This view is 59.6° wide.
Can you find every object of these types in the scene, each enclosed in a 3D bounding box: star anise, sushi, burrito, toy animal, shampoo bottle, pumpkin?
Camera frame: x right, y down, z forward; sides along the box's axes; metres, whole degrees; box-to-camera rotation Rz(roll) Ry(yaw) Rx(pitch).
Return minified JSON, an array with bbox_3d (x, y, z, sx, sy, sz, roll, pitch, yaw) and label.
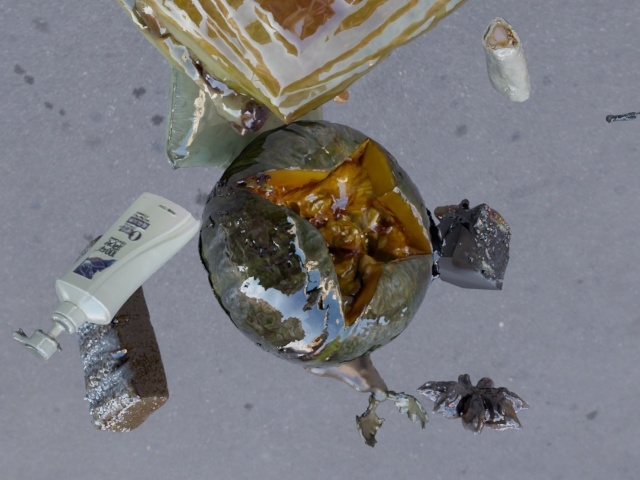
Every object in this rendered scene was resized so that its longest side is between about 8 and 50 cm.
[{"bbox_3d":[0.318,0.327,1.123,0.212,0.197,0.073,-1,107,-37],"label":"star anise"},{"bbox_3d":[0.384,0.002,1.457,0.227,0.215,0.212,25,80,-23],"label":"sushi"},{"bbox_3d":[0.585,-0.559,1.763,0.105,0.143,0.299,-43,149,6],"label":"burrito"},{"bbox_3d":[0.054,0.203,0.841,0.214,0.186,0.093,25,120,-29],"label":"toy animal"},{"bbox_3d":[-0.138,0.022,0.372,0.049,0.141,0.034,36,139,-5],"label":"shampoo bottle"},{"bbox_3d":[0.000,0.000,0.708,0.321,0.320,0.192,29,148,-21],"label":"pumpkin"}]

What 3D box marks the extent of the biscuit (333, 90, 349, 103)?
[{"bbox_3d":[0.026,-0.509,1.580,0.036,0.249,0.166,-17,152,40],"label":"biscuit"}]

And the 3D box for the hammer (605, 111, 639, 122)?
[{"bbox_3d":[0.766,-0.299,1.277,0.078,0.201,0.021,-10,94,-28],"label":"hammer"}]

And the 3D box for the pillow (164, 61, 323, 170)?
[{"bbox_3d":[-0.097,-0.179,0.799,0.303,0.075,0.184,1,91,-50],"label":"pillow"}]

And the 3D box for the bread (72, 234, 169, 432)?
[{"bbox_3d":[-0.448,0.190,1.205,0.165,0.416,0.113,-43,145,26],"label":"bread"}]

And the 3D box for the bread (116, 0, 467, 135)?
[{"bbox_3d":[-0.004,-0.253,0.341,0.325,0.167,0.277,-38,102,21],"label":"bread"}]
